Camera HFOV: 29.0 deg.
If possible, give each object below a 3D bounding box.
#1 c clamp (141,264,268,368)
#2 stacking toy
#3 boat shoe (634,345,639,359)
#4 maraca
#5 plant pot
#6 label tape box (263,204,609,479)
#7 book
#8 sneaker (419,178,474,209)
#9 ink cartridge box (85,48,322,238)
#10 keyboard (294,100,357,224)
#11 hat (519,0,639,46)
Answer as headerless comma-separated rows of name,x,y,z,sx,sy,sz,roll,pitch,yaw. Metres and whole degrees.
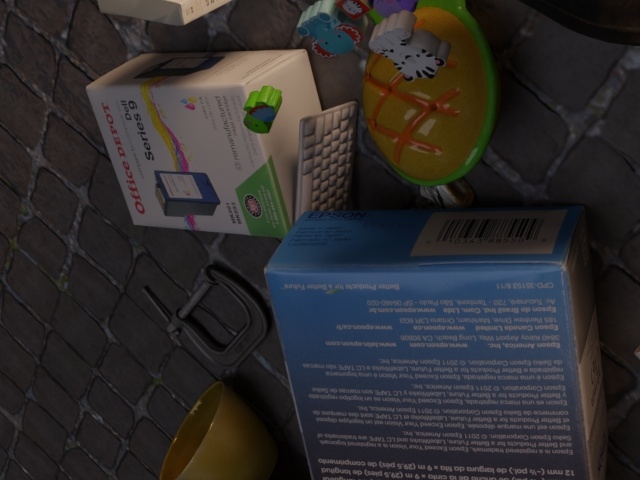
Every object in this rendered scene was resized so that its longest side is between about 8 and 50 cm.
c clamp,-0.125,0.078,1.349,0.137,0.022,0.160,52,139,1
stacking toy,0.034,-0.175,0.938,0.052,0.167,0.221,36,148,-26
boat shoe,0.298,0.080,0.959,0.038,0.046,0.125,53,141,0
maraca,0.084,-0.135,0.970,0.127,0.099,0.186,-11,83,42
plant pot,-0.104,0.237,1.376,0.095,0.134,0.134,31,140,-14
label tape box,0.114,0.146,1.070,0.249,0.115,0.348,-1,120,21
book,-0.103,-0.221,1.035,0.096,0.144,0.035,17,127,34
sneaker,0.093,-0.054,1.059,0.083,0.032,0.037,53,138,0
ink cartridge box,-0.101,-0.092,1.160,0.212,0.093,0.154,7,122,40
keyboard,0.000,0.000,1.124,0.014,0.072,0.256,21,122,31
hat,0.172,-0.287,0.720,0.134,0.331,0.331,-115,17,-58
